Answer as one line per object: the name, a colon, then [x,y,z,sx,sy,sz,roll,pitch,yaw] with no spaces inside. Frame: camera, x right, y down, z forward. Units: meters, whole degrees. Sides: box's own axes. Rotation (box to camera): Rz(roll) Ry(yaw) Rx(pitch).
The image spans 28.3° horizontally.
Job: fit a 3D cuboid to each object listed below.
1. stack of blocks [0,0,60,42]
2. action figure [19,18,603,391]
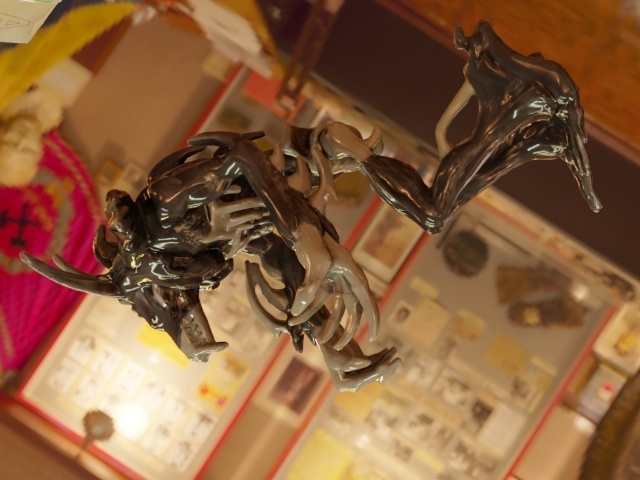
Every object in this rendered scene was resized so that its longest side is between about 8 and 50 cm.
stack of blocks: [-0.245,-0.178,0.585,0.297,0.171,0.087,-3,-112,-40]
action figure: [0.000,0.000,0.621,0.164,0.276,0.141,42,-154,-76]
